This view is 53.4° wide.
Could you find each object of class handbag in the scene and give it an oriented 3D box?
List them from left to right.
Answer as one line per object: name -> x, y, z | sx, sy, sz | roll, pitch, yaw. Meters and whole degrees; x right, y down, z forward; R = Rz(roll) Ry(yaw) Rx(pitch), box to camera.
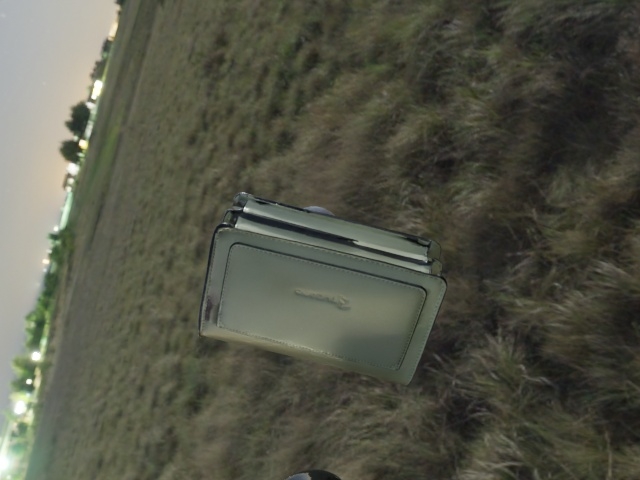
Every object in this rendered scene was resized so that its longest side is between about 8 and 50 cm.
handbag -> 0.000, 0.086, 1.032 | 0.160, 0.358, 0.237 | -80, 4, -67

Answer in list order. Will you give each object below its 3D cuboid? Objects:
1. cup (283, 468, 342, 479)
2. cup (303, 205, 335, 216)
cup -> 0.001, 0.531, 1.113 | 0.176, 0.169, 0.223 | -143, 33, -71
cup -> 0.000, 0.000, 1.225 | 0.074, 0.104, 0.116 | 100, -179, -62
